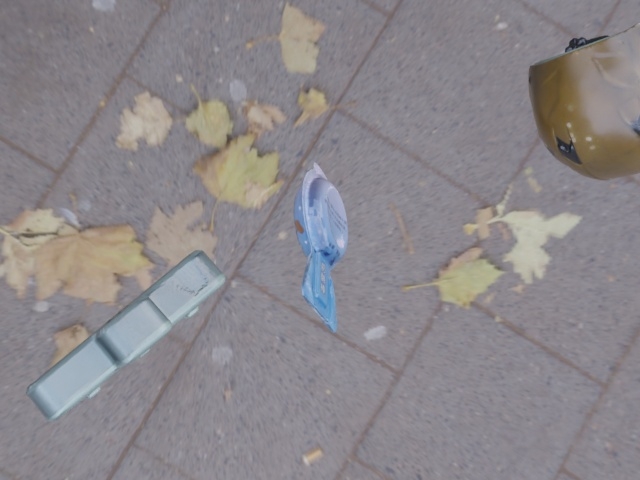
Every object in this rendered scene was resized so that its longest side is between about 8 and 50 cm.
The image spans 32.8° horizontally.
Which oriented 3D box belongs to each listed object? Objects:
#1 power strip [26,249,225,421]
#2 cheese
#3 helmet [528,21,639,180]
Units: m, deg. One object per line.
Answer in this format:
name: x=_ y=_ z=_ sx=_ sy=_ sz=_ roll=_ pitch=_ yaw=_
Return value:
power strip: x=-0.223 y=0.110 z=1.267 sx=0.265 sy=0.193 sz=0.059 roll=-40 pitch=94 yaw=-17
cheese: x=0.000 y=0.000 z=1.526 sx=0.052 sy=0.135 sz=0.244 roll=-13 pitch=54 yaw=21
helmet: x=0.350 y=-0.143 z=1.293 sx=0.198 sy=0.224 sz=0.130 roll=-15 pitch=56 yaw=33
